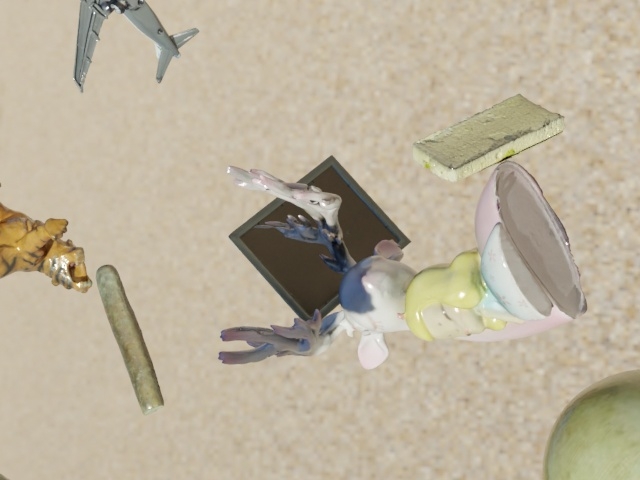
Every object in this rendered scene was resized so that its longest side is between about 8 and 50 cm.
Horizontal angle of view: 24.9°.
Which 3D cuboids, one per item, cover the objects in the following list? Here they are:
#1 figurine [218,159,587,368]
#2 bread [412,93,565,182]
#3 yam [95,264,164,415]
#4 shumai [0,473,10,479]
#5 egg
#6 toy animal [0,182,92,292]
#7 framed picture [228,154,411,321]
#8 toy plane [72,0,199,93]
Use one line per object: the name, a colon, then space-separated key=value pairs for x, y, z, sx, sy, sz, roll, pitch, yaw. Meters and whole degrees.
figurine: x=0.066 y=0.022 z=1.488 sx=0.316 sy=0.284 sz=0.206 roll=-21 pitch=61 yaw=31
bread: x=0.168 y=-0.102 z=1.455 sx=0.068 sy=0.154 sz=0.028 roll=36 pitch=141 yaw=41
yam: x=-0.140 y=0.071 z=1.062 sx=0.116 sy=0.021 sz=0.021 roll=69 pitch=156 yaw=14
shumai: x=-0.232 y=0.285 z=1.054 sx=0.222 sy=0.225 sz=0.260 roll=-28 pitch=54 yaw=44
egg: x=0.363 y=0.255 z=1.450 sx=0.218 sy=0.295 sz=0.218 roll=-56 pitch=5 yaw=8
toy animal: x=-0.361 y=0.028 z=1.433 sx=0.114 sy=0.255 sz=0.116 roll=52 pitch=153 yaw=30
framed picture: x=0.000 y=0.000 z=1.674 sx=0.142 sy=0.183 sz=0.011 roll=48 pitch=148 yaw=4
toy plane: x=-0.219 y=-0.270 z=1.566 sx=0.058 sy=0.226 sz=0.226 roll=14 pitch=62 yaw=45
